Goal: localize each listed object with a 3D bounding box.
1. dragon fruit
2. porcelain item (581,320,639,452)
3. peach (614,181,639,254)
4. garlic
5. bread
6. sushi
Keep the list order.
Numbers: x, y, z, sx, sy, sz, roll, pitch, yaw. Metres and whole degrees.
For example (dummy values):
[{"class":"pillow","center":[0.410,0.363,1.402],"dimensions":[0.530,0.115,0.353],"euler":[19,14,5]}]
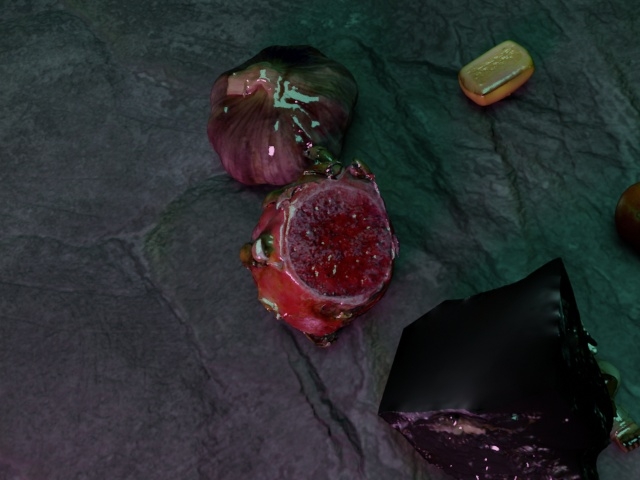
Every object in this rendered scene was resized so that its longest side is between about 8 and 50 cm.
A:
[{"class":"dragon fruit","center":[0.000,0.000,1.007],"dimensions":[0.211,0.147,0.282],"euler":[0,83,-8]},{"class":"porcelain item","center":[0.327,0.165,0.955],"dimensions":[0.084,0.054,0.213],"euler":[-29,60,-3]},{"class":"peach","center":[0.439,-0.028,1.012],"dimensions":[0.101,0.100,0.100],"euler":[-4,62,8]},{"class":"garlic","center":[-0.059,-0.200,1.158],"dimensions":[0.245,0.160,0.244],"euler":[-4,62,7]},{"class":"bread","center":[0.273,-0.253,1.186],"dimensions":[0.115,0.056,0.082],"euler":[-35,58,-3]},{"class":"sushi","center":[0.216,0.187,0.860],"dimensions":[0.227,0.212,0.215],"euler":[-31,18,33]}]
